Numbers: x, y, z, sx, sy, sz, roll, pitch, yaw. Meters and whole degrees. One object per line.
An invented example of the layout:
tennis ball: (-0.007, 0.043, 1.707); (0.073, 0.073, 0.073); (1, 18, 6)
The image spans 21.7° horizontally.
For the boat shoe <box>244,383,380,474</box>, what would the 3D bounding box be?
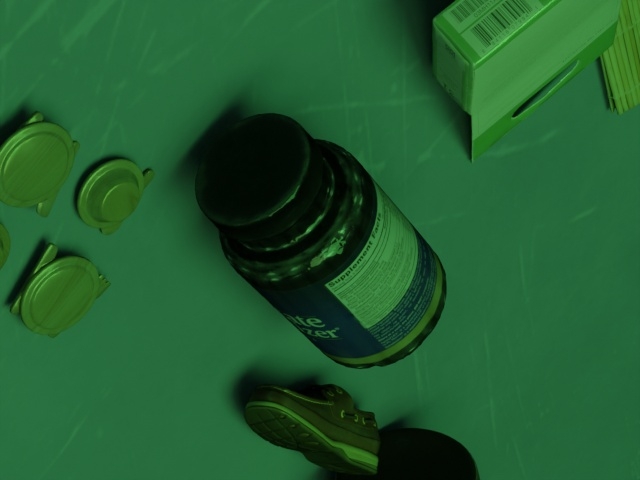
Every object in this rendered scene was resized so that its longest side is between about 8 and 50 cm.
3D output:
boat shoe: (-0.005, 0.149, 1.409); (0.178, 0.064, 0.060); (36, 60, -51)

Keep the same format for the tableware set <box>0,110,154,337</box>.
tableware set: (-0.190, -0.008, 1.144); (0.141, 0.020, 0.169); (-55, 141, 4)

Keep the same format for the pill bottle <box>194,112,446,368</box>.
pill bottle: (0.000, 0.000, 1.252); (0.123, 0.123, 0.219); (-50, 139, -5)

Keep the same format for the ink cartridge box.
ink cartridge box: (0.168, -0.166, 1.326); (0.171, 0.056, 0.235); (-40, 168, -7)

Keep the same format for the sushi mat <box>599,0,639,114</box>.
sushi mat: (0.279, -0.258, 1.418); (0.151, 0.019, 0.316); (-40, 138, -15)

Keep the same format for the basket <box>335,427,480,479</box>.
basket: (0.085, 0.299, 1.531); (0.204, 0.154, 0.227); (-30, 131, -28)
